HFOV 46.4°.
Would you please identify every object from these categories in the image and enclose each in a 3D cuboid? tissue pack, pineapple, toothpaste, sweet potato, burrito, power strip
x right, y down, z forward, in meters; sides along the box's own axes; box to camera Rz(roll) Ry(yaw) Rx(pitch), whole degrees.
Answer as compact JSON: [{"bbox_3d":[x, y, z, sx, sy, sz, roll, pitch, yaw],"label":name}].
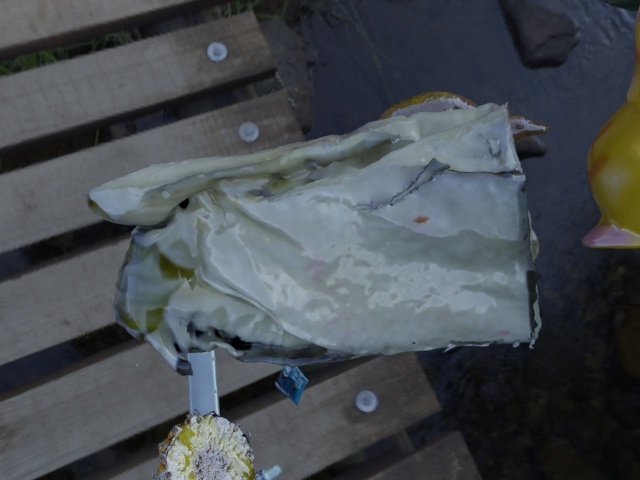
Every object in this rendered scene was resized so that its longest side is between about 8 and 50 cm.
[{"bbox_3d":[-0.072,0.340,1.784,0.028,0.138,0.085,-31,65,-31],"label":"tissue pack"},{"bbox_3d":[-0.196,0.397,1.281,0.221,0.047,0.221,26,48,-34],"label":"pineapple"},{"bbox_3d":[-0.179,0.594,1.769,0.216,0.037,0.062,-35,69,12],"label":"toothpaste"},{"bbox_3d":[0.161,-0.148,0.892,0.226,0.068,0.068,-2,81,-1],"label":"sweet potato"},{"bbox_3d":[0.000,-0.003,0.591,0.332,0.135,0.190,-6,127,7],"label":"burrito"},{"bbox_3d":[-0.241,0.279,1.518,0.060,0.027,0.252,-4,57,-8],"label":"power strip"}]

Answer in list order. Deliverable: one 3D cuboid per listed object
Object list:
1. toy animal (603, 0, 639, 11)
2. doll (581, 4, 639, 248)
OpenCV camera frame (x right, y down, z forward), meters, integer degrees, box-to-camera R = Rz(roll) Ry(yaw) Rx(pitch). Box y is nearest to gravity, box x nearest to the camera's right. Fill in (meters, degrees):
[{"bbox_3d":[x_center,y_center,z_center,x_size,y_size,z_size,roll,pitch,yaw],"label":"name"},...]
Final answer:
[{"bbox_3d":[0.445,-0.320,0.885,0.338,0.191,0.216,38,40,21],"label":"toy animal"},{"bbox_3d":[0.314,-0.116,0.599,0.167,0.162,0.269,-16,123,-45],"label":"doll"}]
